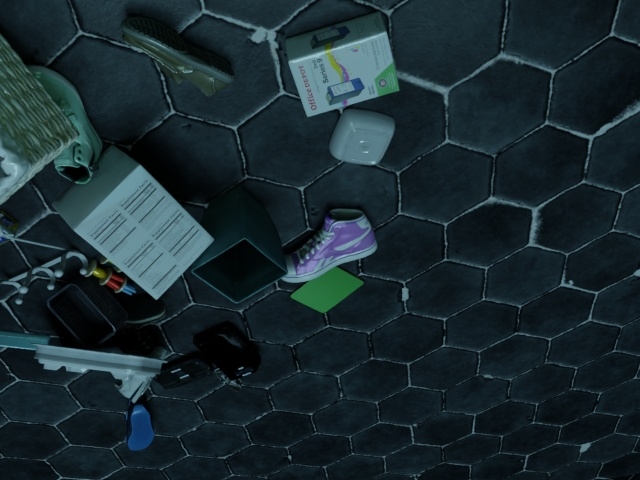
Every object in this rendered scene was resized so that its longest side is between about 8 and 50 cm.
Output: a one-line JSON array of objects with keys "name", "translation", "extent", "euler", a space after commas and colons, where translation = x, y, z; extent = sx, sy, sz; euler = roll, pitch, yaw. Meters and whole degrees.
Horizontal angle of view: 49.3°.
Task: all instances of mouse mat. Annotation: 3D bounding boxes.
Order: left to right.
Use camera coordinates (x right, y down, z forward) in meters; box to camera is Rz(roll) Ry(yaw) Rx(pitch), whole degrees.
[{"name": "mouse mat", "translation": [0.020, 0.145, 2.071], "extent": [0.152, 0.007, 0.190], "euler": [30, 125, -34]}]

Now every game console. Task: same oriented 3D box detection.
[{"name": "game console", "translation": [-0.382, 0.389, 2.218], "extent": [0.361, 0.044, 0.213], "euler": [-22, 127, 18]}]

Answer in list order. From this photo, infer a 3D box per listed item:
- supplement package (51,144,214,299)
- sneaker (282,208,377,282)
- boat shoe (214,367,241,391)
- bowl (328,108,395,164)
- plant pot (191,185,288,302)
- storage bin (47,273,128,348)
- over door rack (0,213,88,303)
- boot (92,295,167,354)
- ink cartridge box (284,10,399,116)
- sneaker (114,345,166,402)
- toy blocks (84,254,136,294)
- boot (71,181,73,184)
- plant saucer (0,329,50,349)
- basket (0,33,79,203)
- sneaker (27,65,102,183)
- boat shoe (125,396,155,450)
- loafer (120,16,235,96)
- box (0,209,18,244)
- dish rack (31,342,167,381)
[{"name": "supplement package", "translation": [-0.427, -0.043, 1.595], "extent": [0.198, 0.199, 0.262], "euler": [-47, 128, -9]}, {"name": "sneaker", "translation": [0.000, -0.001, 1.859], "extent": [0.282, 0.102, 0.161], "euler": [-24, 132, 0]}, {"name": "boat shoe", "translation": [-0.307, 0.465, 2.320], "extent": [0.046, 0.038, 0.125], "euler": [-25, 134, 18]}, {"name": "bowl", "translation": [0.102, -0.237, 1.657], "extent": [0.142, 0.053, 0.142], "euler": [7, 135, -19]}, {"name": "plant pot", "translation": [-0.202, -0.006, 1.710], "extent": [0.166, 0.234, 0.165], "euler": [-31, 132, 20]}, {"name": "storage bin", "translation": [-0.630, 0.188, 1.892], "extent": [0.122, 0.084, 0.180], "euler": [-33, 105, 22]}, {"name": "over door rack", "translation": [-0.770, 0.071, 1.723], "extent": [0.239, 0.108, 0.324], "euler": [-23, 155, 13]}, {"name": "boot", "translation": [-0.526, 0.251, 2.030], "extent": [0.236, 0.085, 0.178], "euler": [-13, 139, 13]}, {"name": "ink cartridge box", "translation": [0.046, -0.371, 1.479], "extent": [0.212, 0.093, 0.154], "euler": [-13, 137, 7]}, {"name": "sneaker", "translation": [-0.567, 0.410, 2.190], "extent": [0.095, 0.090, 0.235], "euler": [38, 113, 2]}, {"name": "toy blocks", "translation": [-0.540, 0.089, 1.878], "extent": [0.123, 0.054, 0.148], "euler": [-34, 131, 24]}, {"name": "boot", "translation": [-0.506, -0.086, 1.711], "extent": [0.106, 0.082, 0.219], "euler": [-39, 123, -6]}, {"name": "plant saucer", "translation": [-0.902, 0.295, 2.056], "extent": [0.192, 0.018, 0.067], "euler": [11, 132, -19]}, {"name": "basket", "translation": [-0.697, -0.206, 1.313], "extent": [0.328, 0.266, 0.331], "euler": [-33, 102, 22]}, {"name": "sneaker", "translation": [-0.545, -0.236, 1.471], "extent": [0.094, 0.151, 0.256], "euler": [-18, 135, 9]}, {"name": "boat shoe", "translation": [-0.619, 0.624, 2.401], "extent": [0.109, 0.089, 0.258], "euler": [-2, 132, -27]}, {"name": "loafer", "translation": [-0.298, -0.365, 1.423], "extent": [0.251, 0.094, 0.087], "euler": [24, 123, -31]}, {"name": "box", "translation": [-0.837, -0.010, 1.724], "extent": [0.169, 0.054, 0.059], "euler": [-22, 135, 14]}, {"name": "dish rack", "translation": [-0.628, 0.351, 1.989], "extent": [0.333, 0.072, 0.285], "euler": [7, 168, 4]}]
